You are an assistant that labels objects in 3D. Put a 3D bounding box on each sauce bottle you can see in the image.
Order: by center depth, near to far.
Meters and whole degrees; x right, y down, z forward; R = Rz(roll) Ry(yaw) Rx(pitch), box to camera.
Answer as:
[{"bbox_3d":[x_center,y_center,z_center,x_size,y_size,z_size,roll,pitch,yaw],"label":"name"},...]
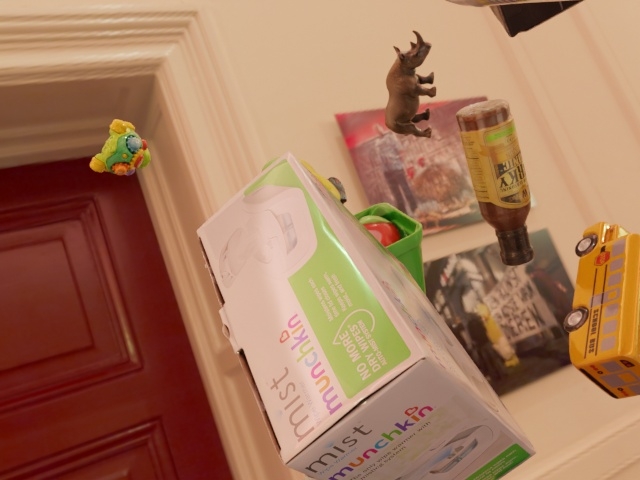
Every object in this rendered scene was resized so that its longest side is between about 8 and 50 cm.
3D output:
[{"bbox_3d":[0.373,-0.114,1.287,0.111,0.344,0.111,-18,19,7],"label":"sauce bottle"}]

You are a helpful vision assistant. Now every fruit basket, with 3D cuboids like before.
[{"bbox_3d":[0.000,0.000,1.295,0.392,0.392,0.283,-19,19,-9],"label":"fruit basket"}]

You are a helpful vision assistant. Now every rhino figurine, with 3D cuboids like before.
[{"bbox_3d":[0.193,-0.330,1.337,0.106,0.073,0.243,-2,-50,0],"label":"rhino figurine"}]

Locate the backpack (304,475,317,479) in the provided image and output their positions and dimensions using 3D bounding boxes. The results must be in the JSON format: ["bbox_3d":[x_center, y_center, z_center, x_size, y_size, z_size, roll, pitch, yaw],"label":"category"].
[{"bbox_3d":[0.051,0.418,1.040,0.152,0.182,0.115,-12,19,39],"label":"backpack"}]

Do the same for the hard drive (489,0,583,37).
[{"bbox_3d":[0.346,-0.408,0.761,0.339,0.237,0.064,-28,-46,17],"label":"hard drive"}]

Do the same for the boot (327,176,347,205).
[{"bbox_3d":[0.015,-0.033,1.498,0.082,0.219,0.106,11,-24,-35],"label":"boot"}]

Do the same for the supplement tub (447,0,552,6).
[{"bbox_3d":[0.177,-0.273,0.382,0.331,0.241,0.241,11,7,34],"label":"supplement tub"}]

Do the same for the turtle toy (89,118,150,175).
[{"bbox_3d":[-0.331,-0.149,1.063,0.095,0.066,0.130,-60,4,5],"label":"turtle toy"}]

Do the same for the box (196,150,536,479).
[{"bbox_3d":[0.031,0.087,0.554,0.127,0.262,0.231,-39,-47,8],"label":"box"}]

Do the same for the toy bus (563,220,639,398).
[{"bbox_3d":[0.518,0.103,1.083,0.130,0.108,0.332,-37,21,50],"label":"toy bus"}]
